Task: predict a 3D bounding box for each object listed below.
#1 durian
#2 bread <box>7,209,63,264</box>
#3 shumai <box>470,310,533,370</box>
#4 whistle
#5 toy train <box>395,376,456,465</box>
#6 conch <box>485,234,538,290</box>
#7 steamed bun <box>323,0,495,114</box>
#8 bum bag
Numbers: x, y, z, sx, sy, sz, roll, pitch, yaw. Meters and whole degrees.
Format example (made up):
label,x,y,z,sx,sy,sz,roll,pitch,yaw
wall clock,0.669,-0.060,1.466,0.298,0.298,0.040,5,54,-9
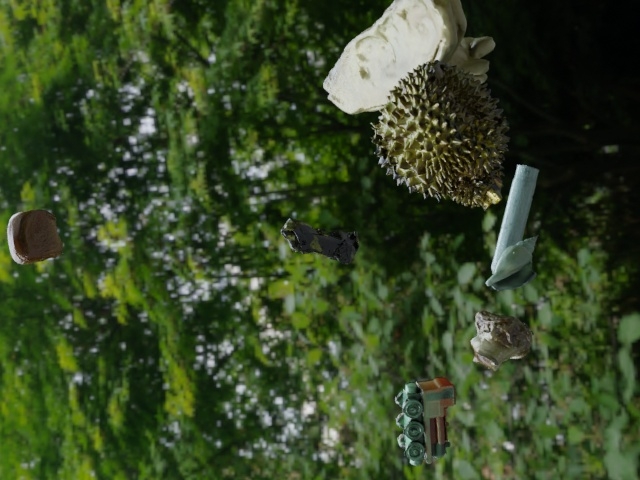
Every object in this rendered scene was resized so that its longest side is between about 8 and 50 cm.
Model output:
label,x,y,z,sx,sy,sz,roll,pitch,yaw
durian,0.237,-0.193,1.681,0.293,0.258,0.258,30,-133,-25
bread,-0.693,-0.012,2.169,0.044,0.126,0.129,-26,76,60
shumai,0.400,0.235,2.032,0.116,0.146,0.145,-43,-48,-35
whistle,0.487,-0.036,2.250,0.062,0.062,0.312,23,-99,-73
toy train,0.219,0.373,1.830,0.074,0.118,0.175,-132,36,-78
conch,0.448,0.054,2.043,0.088,0.180,0.065,49,163,-17
steamed bun,0.209,-0.363,1.847,0.189,0.428,0.247,-22,-101,-34
bum bag,0.000,0.000,2.440,0.060,0.233,0.106,129,146,-53
